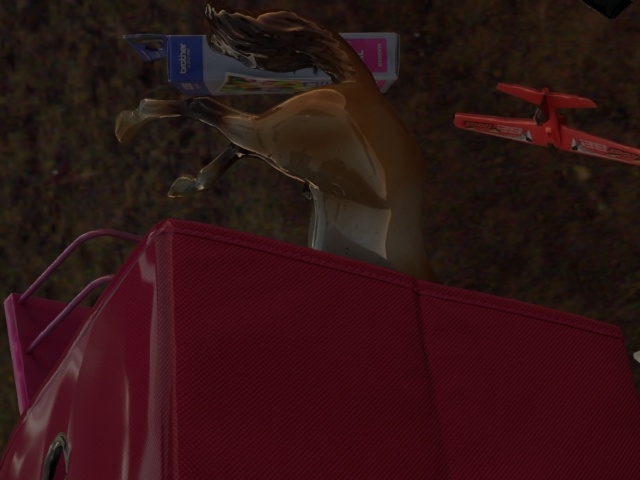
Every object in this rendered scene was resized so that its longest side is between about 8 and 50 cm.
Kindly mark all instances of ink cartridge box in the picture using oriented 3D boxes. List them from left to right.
[{"bbox_3d":[-0.068,-0.208,1.432,0.186,0.311,0.065,-124,36,-88],"label":"ink cartridge box"}]

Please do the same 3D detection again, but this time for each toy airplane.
[{"bbox_3d":[0.162,-0.084,0.852,0.151,0.151,0.028,12,87,45],"label":"toy airplane"}]

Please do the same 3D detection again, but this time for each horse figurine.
[{"bbox_3d":[0.000,0.000,0.587,0.174,0.066,0.263,-9,97,25],"label":"horse figurine"}]

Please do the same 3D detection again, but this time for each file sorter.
[{"bbox_3d":[-0.200,0.157,1.327,0.182,0.202,0.290,-41,51,32],"label":"file sorter"}]

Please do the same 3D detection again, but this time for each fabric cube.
[{"bbox_3d":[-0.003,0.187,0.547,0.254,0.259,0.258,-51,34,43],"label":"fabric cube"}]

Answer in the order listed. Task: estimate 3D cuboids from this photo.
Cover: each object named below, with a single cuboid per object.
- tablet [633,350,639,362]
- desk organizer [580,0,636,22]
[{"bbox_3d":[0.344,0.108,1.131,0.054,0.083,0.006,48,152,47],"label":"tablet"},{"bbox_3d":[0.182,-0.214,0.899,0.130,0.047,0.050,33,116,0],"label":"desk organizer"}]
